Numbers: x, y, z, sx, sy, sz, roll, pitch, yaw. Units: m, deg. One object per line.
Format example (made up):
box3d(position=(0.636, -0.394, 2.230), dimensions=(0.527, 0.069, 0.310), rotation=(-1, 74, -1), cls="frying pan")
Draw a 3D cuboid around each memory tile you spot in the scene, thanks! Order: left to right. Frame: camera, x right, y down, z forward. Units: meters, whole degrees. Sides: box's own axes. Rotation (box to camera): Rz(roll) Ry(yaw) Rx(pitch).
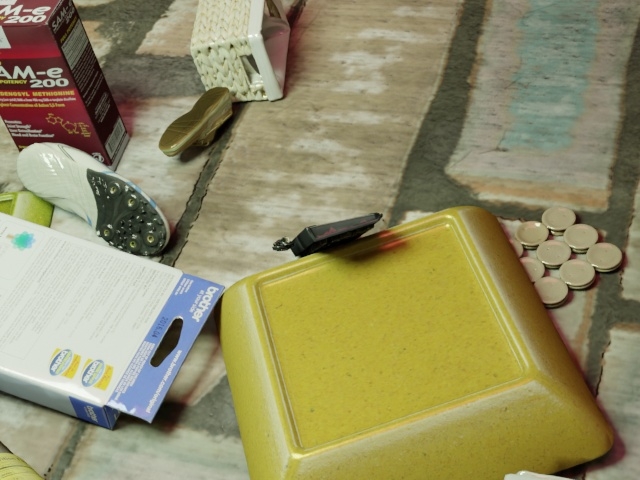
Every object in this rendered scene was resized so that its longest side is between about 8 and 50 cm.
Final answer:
box3d(position=(0.235, 0.025, 1.082), dimensions=(0.148, 0.012, 0.113), rotation=(-31, 47, -14), cls="memory tile")

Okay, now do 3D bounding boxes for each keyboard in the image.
box3d(position=(0.000, 0.000, 1.069), dimensions=(0.108, 0.180, 0.023), rotation=(-12, 85, -8), cls="keyboard")

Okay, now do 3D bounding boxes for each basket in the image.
box3d(position=(-0.109, -0.278, 1.390), dimensions=(0.103, 0.113, 0.167), rotation=(-8, 46, 12), cls="basket")

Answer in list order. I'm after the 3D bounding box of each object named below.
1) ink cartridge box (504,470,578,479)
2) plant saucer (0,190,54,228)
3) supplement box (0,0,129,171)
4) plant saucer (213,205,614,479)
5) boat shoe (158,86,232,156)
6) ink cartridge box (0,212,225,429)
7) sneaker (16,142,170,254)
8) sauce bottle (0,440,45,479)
box3d(position=(0.200, 0.297, 0.777), dimensions=(0.153, 0.086, 0.208), rotation=(6, 50, 21), cls="ink cartridge box")
box3d(position=(-0.435, 0.009, 1.241), dimensions=(0.189, 0.045, 0.188), rotation=(-9, 46, 6), cls="plant saucer")
box3d(position=(-0.344, -0.194, 1.276), dimensions=(0.130, 0.239, 0.073), rotation=(2, 48, 16), cls="supplement box")
box3d(position=(0.065, 0.105, 0.991), dimensions=(0.333, 0.081, 0.332), rotation=(-19, 46, 0), cls="plant saucer")
box3d(position=(-0.156, -0.147, 1.320), dimensions=(0.050, 0.045, 0.135), rotation=(13, 48, 37), cls="boat shoe")
box3d(position=(-0.278, 0.085, 1.093), dimensions=(0.311, 0.065, 0.185), rotation=(15, 53, 15), cls="ink cartridge box")
box3d(position=(-0.269, -0.057, 1.245), dimensions=(0.237, 0.085, 0.086), rotation=(30, 18, 24), cls="sneaker")
box3d(position=(-0.307, 0.252, 0.935), dimensions=(0.344, 0.111, 0.111), rotation=(27, 58, 35), cls="sauce bottle")
